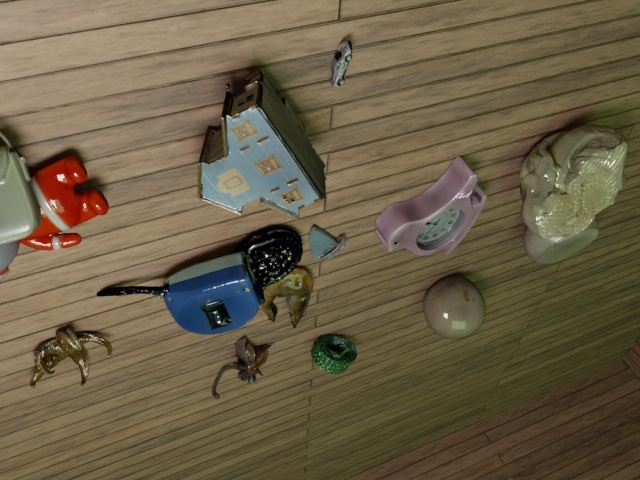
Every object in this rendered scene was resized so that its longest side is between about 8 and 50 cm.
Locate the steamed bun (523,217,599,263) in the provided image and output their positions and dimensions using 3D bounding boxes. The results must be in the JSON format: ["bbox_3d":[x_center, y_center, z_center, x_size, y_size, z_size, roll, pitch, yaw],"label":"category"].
[{"bbox_3d":[0.735,-0.035,1.915,0.231,0.145,0.232,-19,156,-9],"label":"steamed bun"}]

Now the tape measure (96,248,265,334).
[{"bbox_3d":[-0.310,0.146,1.422,0.351,0.098,0.215,-14,142,1],"label":"tape measure"}]

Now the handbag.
[{"bbox_3d":[-0.587,-0.081,0.966,0.255,0.079,0.219,-17,103,-12],"label":"handbag"}]

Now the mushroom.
[{"bbox_3d":[0.422,0.219,1.990,0.204,0.204,0.204,-19,142,-15],"label":"mushroom"}]

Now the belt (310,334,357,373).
[{"bbox_3d":[0.049,0.344,1.910,0.151,0.121,0.079,4,129,-43],"label":"belt"}]

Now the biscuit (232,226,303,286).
[{"bbox_3d":[-0.129,0.042,1.494,0.194,0.053,0.195,-18,142,-15],"label":"biscuit"}]

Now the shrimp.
[{"bbox_3d":[-0.094,0.171,1.664,0.145,0.059,0.254,-7,137,-24],"label":"shrimp"}]

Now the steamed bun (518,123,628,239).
[{"bbox_3d":[0.660,-0.170,1.667,0.319,0.206,0.275,-34,128,5],"label":"steamed bun"}]

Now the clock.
[{"bbox_3d":[0.304,-0.085,1.621,0.275,0.080,0.290,0,133,-34],"label":"clock"}]

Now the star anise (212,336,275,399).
[{"bbox_3d":[-0.254,0.376,1.827,0.227,0.219,0.148,-6,-164,36],"label":"star anise"}]

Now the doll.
[{"bbox_3d":[-0.552,-0.026,1.081,0.336,0.105,0.200,-27,129,-6],"label":"doll"}]

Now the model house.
[{"bbox_3d":[-0.136,-0.159,1.159,0.206,0.178,0.271,-24,130,18],"label":"model house"}]

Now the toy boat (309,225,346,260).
[{"bbox_3d":[0.000,0.000,1.560,0.096,0.034,0.122,-41,133,14],"label":"toy boat"}]

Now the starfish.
[{"bbox_3d":[-0.590,0.278,1.435,0.189,0.074,0.146,-37,141,9],"label":"starfish"}]

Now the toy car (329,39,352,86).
[{"bbox_3d":[0.038,-0.339,1.177,0.025,0.041,0.093,-3,136,-21],"label":"toy car"}]
